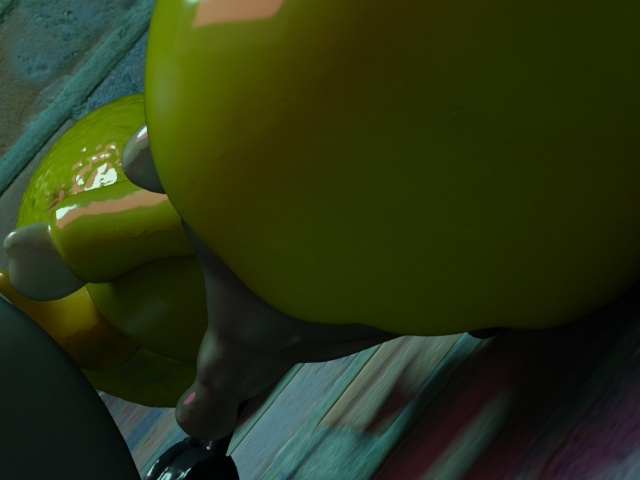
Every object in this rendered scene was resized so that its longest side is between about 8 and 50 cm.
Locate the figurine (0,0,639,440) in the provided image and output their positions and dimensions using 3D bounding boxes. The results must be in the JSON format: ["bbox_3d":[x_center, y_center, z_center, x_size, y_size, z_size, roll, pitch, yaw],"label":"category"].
[{"bbox_3d":[0.008,-0.031,0.606,0.215,0.187,0.343,-28,-5,-31],"label":"figurine"}]

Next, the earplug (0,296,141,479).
[{"bbox_3d":[-0.236,0.175,0.665,0.394,0.312,0.313,-39,12,50],"label":"earplug"}]

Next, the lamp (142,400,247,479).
[{"bbox_3d":[0.032,0.011,0.811,0.371,0.108,0.130,-58,-30,-16],"label":"lamp"}]

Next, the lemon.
[{"bbox_3d":[-0.110,0.007,1.179,0.228,0.228,0.253,-48,13,15],"label":"lemon"}]
